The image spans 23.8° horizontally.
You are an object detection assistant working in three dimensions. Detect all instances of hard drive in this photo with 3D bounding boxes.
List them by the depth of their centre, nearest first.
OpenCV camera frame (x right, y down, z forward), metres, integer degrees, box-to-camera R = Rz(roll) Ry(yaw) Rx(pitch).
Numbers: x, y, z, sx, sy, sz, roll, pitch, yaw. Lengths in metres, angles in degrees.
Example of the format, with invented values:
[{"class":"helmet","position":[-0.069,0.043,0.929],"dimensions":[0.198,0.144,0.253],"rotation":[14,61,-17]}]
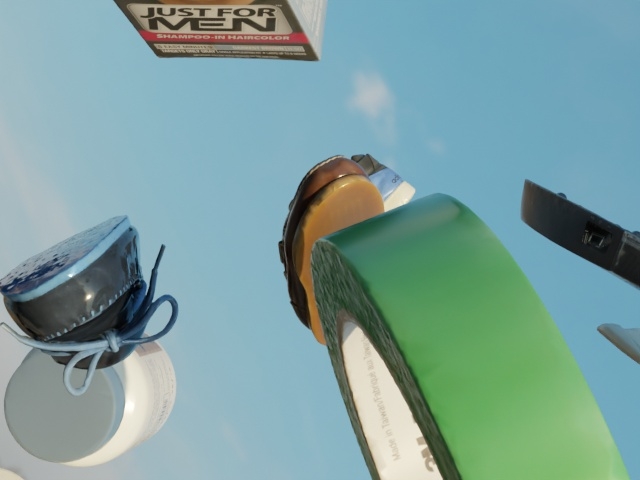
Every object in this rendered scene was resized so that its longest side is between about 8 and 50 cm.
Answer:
[{"class":"hard drive","position":[0.322,0.010,1.653],"dimensions":[0.172,0.054,0.254],"rotation":[27,5,-21]}]

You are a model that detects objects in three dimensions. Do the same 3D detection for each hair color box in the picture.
[{"class":"hair color box","position":[-0.122,-0.294,1.440],"dimensions":[0.374,0.185,0.114],"rotation":[54,41,-68]}]

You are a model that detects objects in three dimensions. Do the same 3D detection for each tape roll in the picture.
[{"class":"tape roll","position":[0.089,0.136,0.846],"dimensions":[0.321,0.077,0.321],"rotation":[160,-90,-82]}]

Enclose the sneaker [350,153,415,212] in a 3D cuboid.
[{"class":"sneaker","position":[0.017,-0.020,1.543],"dimensions":[0.084,0.152,0.058],"rotation":[41,4,3]}]

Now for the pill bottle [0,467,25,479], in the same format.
[{"class":"pill bottle","position":[-0.289,0.339,1.478],"dimensions":[0.169,0.169,0.301],"rotation":[49,-14,31]}]

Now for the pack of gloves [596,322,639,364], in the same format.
[{"class":"pack of gloves","position":[0.451,0.127,1.682],"dimensions":[0.232,0.195,0.046],"rotation":[-134,-134,-57]}]

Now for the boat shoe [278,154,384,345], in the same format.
[{"class":"boat shoe","position":[0.000,0.000,1.131],"dimensions":[0.207,0.073,0.073],"rotation":[96,-30,-55]}]

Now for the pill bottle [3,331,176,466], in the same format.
[{"class":"pill bottle","position":[-0.220,0.147,1.448],"dimensions":[0.131,0.131,0.229],"rotation":[61,4,3]}]

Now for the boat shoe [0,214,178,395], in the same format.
[{"class":"boat shoe","position":[-0.138,0.037,0.971],"dimensions":[0.089,0.109,0.258],"rotation":[64,0,-5]}]
